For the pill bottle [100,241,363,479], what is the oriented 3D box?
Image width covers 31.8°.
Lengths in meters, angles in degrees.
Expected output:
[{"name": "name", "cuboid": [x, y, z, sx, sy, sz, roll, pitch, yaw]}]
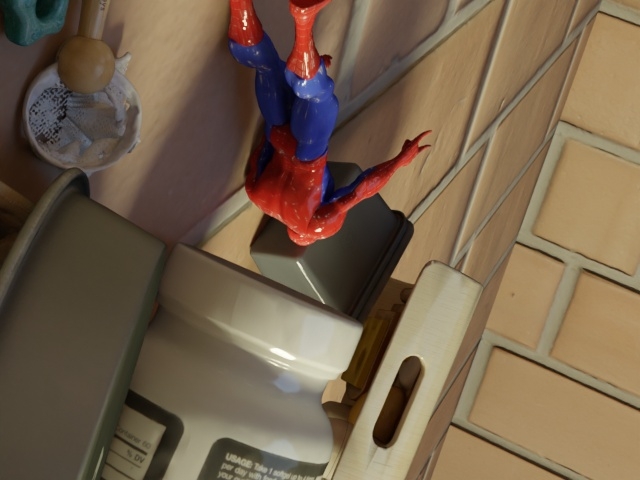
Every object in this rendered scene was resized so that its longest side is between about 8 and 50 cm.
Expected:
[{"name": "pill bottle", "cuboid": [-0.088, 0.153, 0.706, 0.278, 0.162, 0.162, -65, 165, -1]}]

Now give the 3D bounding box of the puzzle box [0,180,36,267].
[{"name": "puzzle box", "cuboid": [-0.216, 0.059, 0.271, 0.409, 0.052, 0.272, 50, 56, -73]}]

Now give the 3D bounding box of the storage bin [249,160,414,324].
[{"name": "storage bin", "cuboid": [0.000, 0.000, 0.933, 0.135, 0.098, 0.091, -57, 135, -28]}]

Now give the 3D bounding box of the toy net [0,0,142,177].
[{"name": "toy net", "cuboid": [-0.111, -0.089, 0.490, 0.122, 0.045, 0.232, -56, 162, -32]}]

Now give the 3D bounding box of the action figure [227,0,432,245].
[{"name": "action figure", "cuboid": [0.007, -0.102, 0.768, 0.139, 0.091, 0.280, -45, 156, -27]}]

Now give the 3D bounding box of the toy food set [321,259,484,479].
[{"name": "toy food set", "cuboid": [0.031, 0.123, 0.983, 0.306, 0.092, 0.219, 168, -55, -81]}]

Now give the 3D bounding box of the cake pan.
[{"name": "cake pan", "cuboid": [-0.133, 0.113, 0.512, 0.293, 0.054, 0.293, -162, -90, -84]}]
